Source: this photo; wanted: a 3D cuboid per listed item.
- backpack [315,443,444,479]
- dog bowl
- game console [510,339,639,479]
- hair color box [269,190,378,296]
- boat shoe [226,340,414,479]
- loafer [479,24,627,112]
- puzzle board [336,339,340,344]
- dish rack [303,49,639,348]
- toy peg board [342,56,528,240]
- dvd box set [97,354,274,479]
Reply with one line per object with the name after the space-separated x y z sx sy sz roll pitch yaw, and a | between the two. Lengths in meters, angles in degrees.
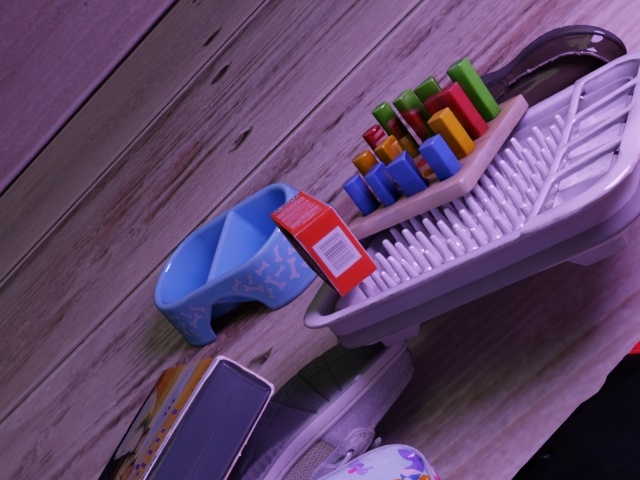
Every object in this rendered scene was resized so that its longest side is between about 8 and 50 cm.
0.038 0.274 0.639 0.225 0.191 0.253 -25 34 -7 | backpack
-0.107 0.027 1.289 0.297 0.074 0.166 -28 36 37 | dog bowl
0.308 0.053 0.470 0.342 0.060 0.386 -38 11 -30 | game console
0.000 0.000 0.904 0.043 0.072 0.141 -39 13 -3 | hair color box
-0.019 0.217 0.921 0.320 0.103 0.118 -50 17 -7 | boat shoe
0.216 -0.142 1.012 0.220 0.080 0.078 -27 45 47 | loafer
0.074 0.057 1.047 0.096 0.011 0.128 -4 54 53 | puzzle board
0.158 -0.025 0.881 0.332 0.072 0.285 -27 18 34 | dish rack
0.091 -0.093 0.957 0.161 0.079 0.161 -25 19 45 | toy peg board
-0.186 0.266 0.989 0.308 0.062 0.420 -60 9 -15 | dvd box set
